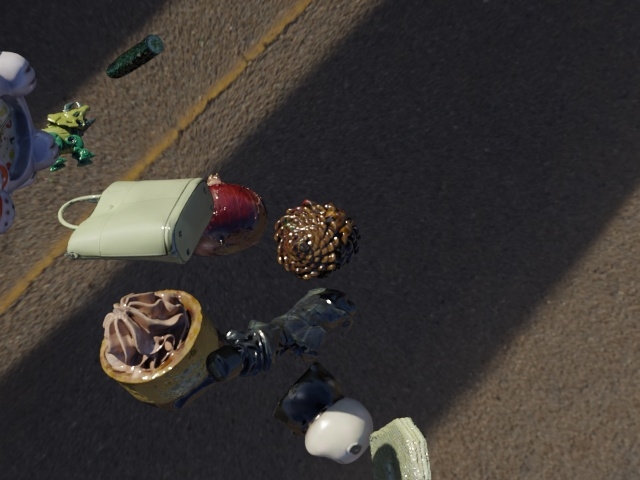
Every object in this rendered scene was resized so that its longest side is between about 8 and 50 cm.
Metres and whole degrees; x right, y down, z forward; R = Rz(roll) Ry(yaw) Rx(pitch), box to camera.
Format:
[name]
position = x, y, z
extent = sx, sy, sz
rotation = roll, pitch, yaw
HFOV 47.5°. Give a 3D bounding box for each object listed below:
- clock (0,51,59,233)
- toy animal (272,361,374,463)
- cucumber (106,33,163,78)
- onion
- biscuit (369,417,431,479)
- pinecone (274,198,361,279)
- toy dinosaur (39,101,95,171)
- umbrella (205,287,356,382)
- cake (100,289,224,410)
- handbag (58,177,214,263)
[clock]
position = -0.373, -0.066, 0.693
extent = 0.188, 0.254, 0.189
rotation = -1, 128, -2
[toy animal]
position = 0.018, 0.435, 1.771
extent = 0.235, 0.187, 0.165
rotation = 43, 110, 14
[cucumber]
position = -0.287, -0.274, 1.105
extent = 0.032, 0.133, 0.032
rotation = 15, 68, -42
[onion]
position = -0.260, -0.067, 1.873
extent = 0.252, 0.252, 0.219
rotation = -1, 67, -10
[biscuit]
position = 0.166, 0.464, 1.552
extent = 0.046, 0.250, 0.147
rotation = 2, 64, -16
[pinecone]
position = 0.002, 0.003, 0.899
extent = 0.109, 0.102, 0.102
rotation = 15, 91, -40
[toy dinosaur]
position = -0.671, -0.241, 1.803
extent = 0.259, 0.094, 0.153
rotation = -27, 89, -25
[umbrella]
position = -0.045, 0.121, 0.878
extent = 0.224, 0.080, 0.071
rotation = -20, 106, -49
[cake]
position = -0.276, 0.161, 1.219
extent = 0.207, 0.178, 0.185
rotation = 15, 59, 24
[handbag]
position = -0.386, -0.039, 1.473
extent = 0.315, 0.241, 0.109
rotation = -1, 130, 20
